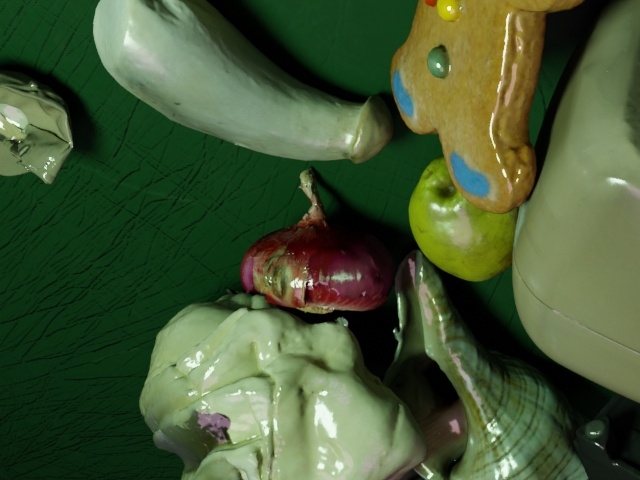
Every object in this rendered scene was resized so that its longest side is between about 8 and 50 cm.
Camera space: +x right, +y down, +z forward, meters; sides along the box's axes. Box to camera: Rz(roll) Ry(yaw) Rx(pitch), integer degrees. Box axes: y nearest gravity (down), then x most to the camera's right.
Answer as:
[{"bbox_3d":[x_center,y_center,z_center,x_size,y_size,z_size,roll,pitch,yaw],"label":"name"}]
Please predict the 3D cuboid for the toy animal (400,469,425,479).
[{"bbox_3d":[0.088,0.259,1.441,0.176,0.217,0.073,-17,157,11],"label":"toy animal"}]

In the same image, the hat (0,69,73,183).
[{"bbox_3d":[-0.331,-0.127,1.275,0.147,0.085,0.175,32,167,-30],"label":"hat"}]

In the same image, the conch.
[{"bbox_3d":[0.166,0.182,1.337,0.203,0.169,0.386,-22,94,21],"label":"conch"}]

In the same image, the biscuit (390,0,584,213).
[{"bbox_3d":[0.105,-0.193,0.847,0.049,0.205,0.324,-5,127,-24],"label":"biscuit"}]

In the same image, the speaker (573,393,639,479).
[{"bbox_3d":[0.389,0.223,1.181,0.232,0.184,0.254,27,154,45],"label":"speaker"}]

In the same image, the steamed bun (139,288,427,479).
[{"bbox_3d":[-0.064,0.193,1.320,0.320,0.206,0.275,11,134,58],"label":"steamed bun"}]

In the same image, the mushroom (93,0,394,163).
[{"bbox_3d":[-0.068,-0.133,1.100,0.270,0.103,0.118,25,151,-21],"label":"mushroom"}]

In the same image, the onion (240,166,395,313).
[{"bbox_3d":[0.000,0.000,1.231,0.150,0.140,0.150,3,-176,0],"label":"onion"}]

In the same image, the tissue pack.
[{"bbox_3d":[0.333,0.006,0.912,0.387,0.267,0.277,16,140,6],"label":"tissue pack"}]

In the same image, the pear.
[{"bbox_3d":[0.133,-0.020,1.129,0.107,0.107,0.131,-3,149,30],"label":"pear"}]
